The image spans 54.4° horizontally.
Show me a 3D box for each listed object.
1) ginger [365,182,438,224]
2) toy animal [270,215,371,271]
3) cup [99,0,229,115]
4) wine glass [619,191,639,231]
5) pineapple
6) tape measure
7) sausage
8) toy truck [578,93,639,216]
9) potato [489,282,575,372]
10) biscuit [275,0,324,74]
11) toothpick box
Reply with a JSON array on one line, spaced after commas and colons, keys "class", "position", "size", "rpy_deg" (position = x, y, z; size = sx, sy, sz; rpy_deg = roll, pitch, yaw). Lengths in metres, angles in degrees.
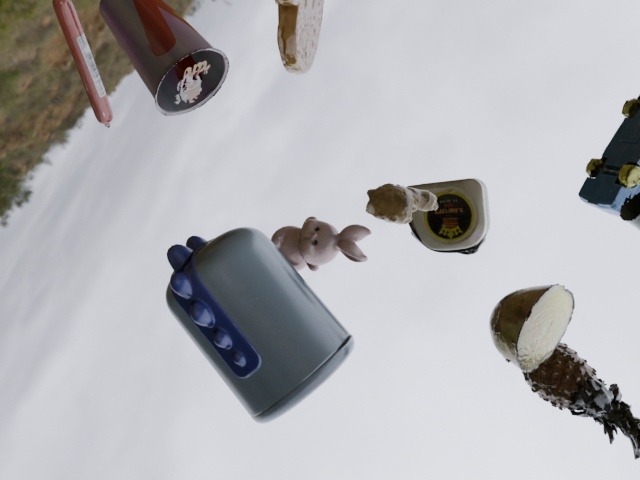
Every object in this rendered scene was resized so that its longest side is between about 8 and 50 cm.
[{"class": "ginger", "position": [0.175, -0.072, 1.277], "size": [0.096, 0.165, 0.067], "rpy_deg": [-109, -154, -43]}, {"class": "toy animal", "position": [-0.001, 0.000, 1.337], "size": [0.213, 0.124, 0.124], "rpy_deg": [-14, -131, 37]}, {"class": "cup", "position": [-0.370, -0.455, 1.426], "size": [0.203, 0.288, 0.203], "rpy_deg": [-37, 165, -12]}, {"class": "wine glass", "position": [0.784, -0.032, 1.387], "size": [0.103, 0.222, 0.103], "rpy_deg": [-59, -166, 24]}, {"class": "pineapple", "position": [0.605, 0.356, 1.405], "size": [0.141, 0.170, 0.310], "rpy_deg": [-45, -133, -3]}, {"class": "tape measure", "position": [0.376, -0.068, 1.902], "size": [0.271, 0.133, 0.231], "rpy_deg": [-3, -87, 23]}, {"class": "sausage", "position": [-0.361, -0.271, 0.956], "size": [0.030, 0.223, 0.029], "rpy_deg": [-5, -141, 4]}, {"class": "toy truck", "position": [0.842, -0.233, 1.615], "size": [0.384, 0.162, 0.161], "rpy_deg": [-59, -156, 3]}, {"class": "potato", "position": [0.417, 0.159, 1.278], "size": [0.202, 0.182, 0.117], "rpy_deg": [-42, -141, -23]}, {"class": "biscuit", "position": [-0.033, -0.367, 0.894], "size": [0.288, 0.044, 0.201], "rpy_deg": [71, 29, -68]}, {"class": "toothpick box", "position": [-0.135, 0.133, 1.141], "size": [0.263, 0.354, 0.263], "rpy_deg": [-39, 178, -2]}]
